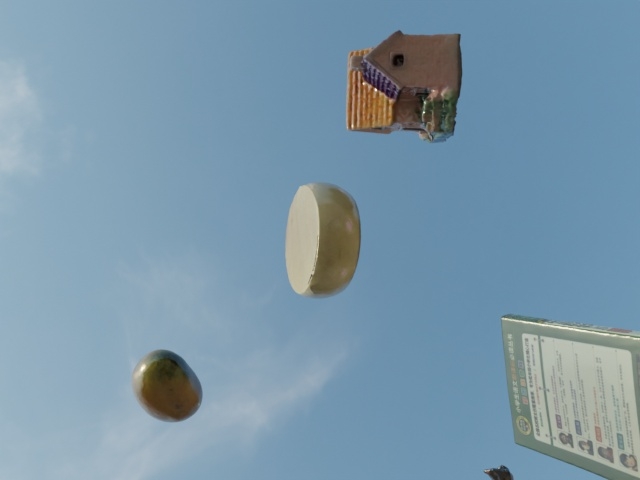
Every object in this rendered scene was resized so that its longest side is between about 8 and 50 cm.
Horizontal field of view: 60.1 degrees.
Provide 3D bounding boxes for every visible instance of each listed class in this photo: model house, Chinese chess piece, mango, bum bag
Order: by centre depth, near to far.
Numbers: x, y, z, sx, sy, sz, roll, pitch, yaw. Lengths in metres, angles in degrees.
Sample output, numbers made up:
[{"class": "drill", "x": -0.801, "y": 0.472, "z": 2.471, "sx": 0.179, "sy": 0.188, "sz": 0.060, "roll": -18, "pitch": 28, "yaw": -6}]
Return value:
[{"class": "bum bag", "x": 0.363, "y": 0.477, "z": 1.086, "sx": 0.124, "sy": 0.057, "sz": 0.034, "roll": 55, "pitch": -132, "yaw": -29}, {"class": "Chinese chess piece", "x": 0.000, "y": 0.000, "z": 1.192, "sx": 0.097, "sy": 0.251, "sz": 0.251, "roll": 5, "pitch": -74, "yaw": -20}, {"class": "model house", "x": 0.172, "y": -0.328, "z": 1.212, "sx": 0.237, "sy": 0.237, "sz": 0.203, "roll": 3, "pitch": -86, "yaw": 4}, {"class": "mango", "x": -0.349, "y": 0.325, "z": 1.247, "sx": 0.151, "sy": 0.120, "sz": 0.221, "roll": 0, "pitch": -46, "yaw": 14}]

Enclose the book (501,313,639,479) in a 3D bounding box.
[{"class": "book", "x": 0.356, "y": 0.211, "z": 0.737, "sx": 0.027, "sy": 0.264, "sz": 0.202, "roll": -10, "pitch": -87, "yaw": -28}]
